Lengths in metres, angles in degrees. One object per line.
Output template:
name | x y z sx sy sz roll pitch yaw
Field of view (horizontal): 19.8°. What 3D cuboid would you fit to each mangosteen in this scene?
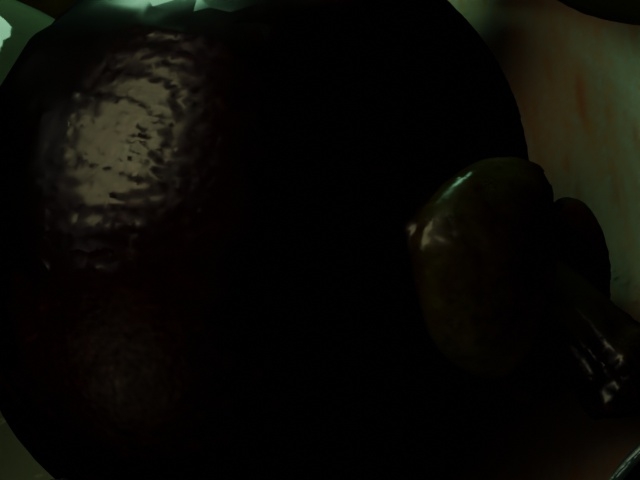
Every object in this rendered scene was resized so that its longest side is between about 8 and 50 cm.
mangosteen | -0.019 -0.003 0.850 0.293 0.297 0.297 -13 45 53

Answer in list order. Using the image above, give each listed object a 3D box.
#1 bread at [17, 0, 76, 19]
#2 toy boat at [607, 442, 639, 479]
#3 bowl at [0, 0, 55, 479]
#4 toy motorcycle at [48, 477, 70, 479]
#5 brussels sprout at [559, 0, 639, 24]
bread | -0.189 -0.204 1.319 0.337 0.204 0.358 -21 -11 2
toy boat | 0.135 0.112 0.712 0.137 0.060 0.061 -48 9 -5
bowl | -0.221 -0.022 1.124 0.354 0.354 0.185 -29 25 34
toy motorcycle | -0.129 0.256 0.780 0.182 0.319 0.241 6 19 10
brussels sprout | 0.175 -0.254 0.890 0.268 0.344 0.344 115 171 -46
